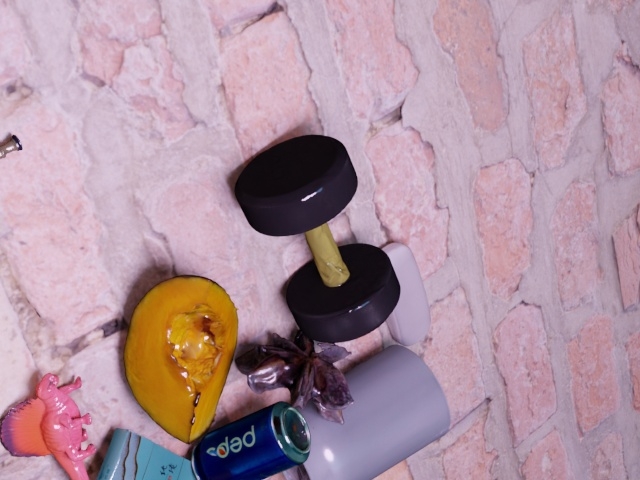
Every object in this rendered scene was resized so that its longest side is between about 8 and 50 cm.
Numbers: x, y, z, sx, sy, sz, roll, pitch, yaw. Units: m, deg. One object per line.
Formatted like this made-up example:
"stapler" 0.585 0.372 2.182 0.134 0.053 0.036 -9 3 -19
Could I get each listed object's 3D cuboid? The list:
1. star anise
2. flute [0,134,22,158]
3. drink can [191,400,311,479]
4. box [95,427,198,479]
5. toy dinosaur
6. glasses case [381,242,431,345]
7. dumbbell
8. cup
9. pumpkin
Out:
"star anise" -0.033 0.234 1.648 0.212 0.283 0.129 21 98 -12
"flute" -0.522 -0.080 1.304 0.233 0.027 0.027 -35 124 -22
"drink can" -0.123 0.370 1.660 0.204 0.118 0.118 -27 132 21
"box" -0.294 0.437 1.610 0.229 0.041 0.162 44 56 -45
"toy dinosaur" -0.437 0.334 1.507 0.138 0.070 0.286 -12 120 -22
"glasses case" 0.164 0.110 1.875 0.092 0.059 0.233 -34 125 -21
"dumbbell" 0.000 0.000 1.618 0.203 0.203 0.322 -38 126 -21
"cup" 0.071 0.356 1.803 0.312 0.205 0.206 -25 120 -27
"pumpkin" -0.229 0.165 1.578 0.169 0.148 0.312 -48 152 -65
